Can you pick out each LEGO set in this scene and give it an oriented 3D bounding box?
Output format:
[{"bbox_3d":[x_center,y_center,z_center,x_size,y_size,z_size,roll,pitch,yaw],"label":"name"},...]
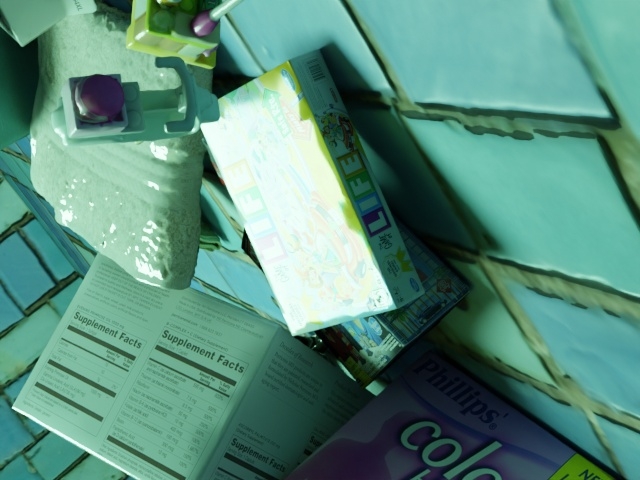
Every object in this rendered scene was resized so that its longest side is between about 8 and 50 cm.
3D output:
[{"bbox_3d":[-0.082,-0.190,0.554,0.107,0.132,0.287,-18,88,57],"label":"LEGO set"}]

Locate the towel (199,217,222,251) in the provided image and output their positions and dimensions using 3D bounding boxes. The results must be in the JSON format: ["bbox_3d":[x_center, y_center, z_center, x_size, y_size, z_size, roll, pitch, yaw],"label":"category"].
[{"bbox_3d":[-0.175,-0.036,1.274,0.110,0.027,0.148,15,-161,-50],"label":"towel"}]

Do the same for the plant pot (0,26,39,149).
[{"bbox_3d":[-0.339,-0.157,1.130,0.234,0.165,0.165,-44,-60,-70],"label":"plant pot"}]

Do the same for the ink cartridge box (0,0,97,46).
[{"bbox_3d":[-0.235,-0.226,0.940,0.143,0.090,0.092,41,163,36],"label":"ink cartridge box"}]

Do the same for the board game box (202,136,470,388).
[{"bbox_3d":[0.000,0.000,0.856,0.194,0.060,0.194,50,166,7],"label":"board game box"}]

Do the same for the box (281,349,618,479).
[{"bbox_3d":[0.071,0.231,0.844,0.213,0.243,0.117,34,158,49],"label":"box"}]

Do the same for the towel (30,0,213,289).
[{"bbox_3d":[-0.168,-0.092,0.977,0.282,0.049,0.187,29,118,52],"label":"towel"}]

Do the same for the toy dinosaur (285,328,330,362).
[{"bbox_3d":[-0.011,0.206,1.256,0.322,0.164,0.218,4,153,42],"label":"toy dinosaur"}]

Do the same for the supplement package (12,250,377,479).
[{"bbox_3d":[-0.072,0.146,1.004,0.204,0.145,0.262,19,166,38],"label":"supplement package"}]

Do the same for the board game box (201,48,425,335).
[{"bbox_3d":[-0.009,-0.025,0.739,0.103,0.026,0.154,-20,95,51],"label":"board game box"}]
